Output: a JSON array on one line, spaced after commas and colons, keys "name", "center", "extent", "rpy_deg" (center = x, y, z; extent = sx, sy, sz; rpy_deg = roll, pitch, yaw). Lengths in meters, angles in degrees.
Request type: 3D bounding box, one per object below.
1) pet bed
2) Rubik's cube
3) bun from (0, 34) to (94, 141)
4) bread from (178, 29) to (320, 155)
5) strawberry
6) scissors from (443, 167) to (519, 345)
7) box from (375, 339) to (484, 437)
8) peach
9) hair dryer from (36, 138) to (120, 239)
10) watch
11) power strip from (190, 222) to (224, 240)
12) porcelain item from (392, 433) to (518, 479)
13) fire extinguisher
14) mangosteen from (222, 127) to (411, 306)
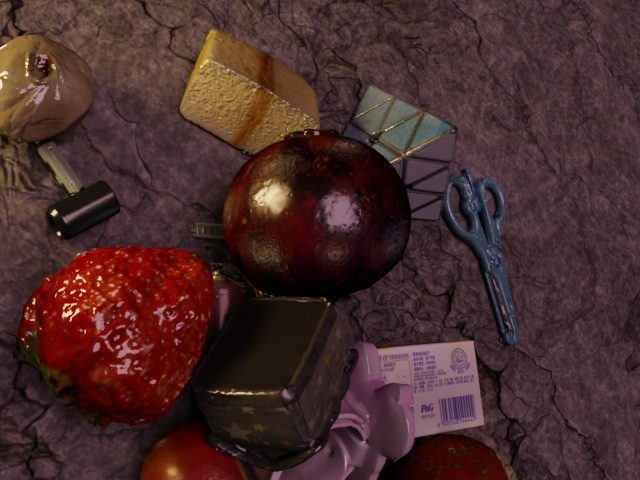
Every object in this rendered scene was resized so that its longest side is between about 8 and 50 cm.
[{"name": "pet bed", "center": [-0.054, 0.200, 0.982], "extent": [0.211, 0.183, 0.159], "rpy_deg": [-63, 143, -50]}, {"name": "Rubik's cube", "center": [0.140, -0.155, 1.334], "extent": [0.233, 0.228, 0.228], "rpy_deg": [-35, 143, -66]}, {"name": "bun", "center": [-0.420, -0.231, 1.021], "extent": [0.166, 0.113, 0.173], "rpy_deg": [15, 58, -22]}, {"name": "bread", "center": [-0.124, -0.262, 1.268], "extent": [0.240, 0.135, 0.178], "rpy_deg": [27, 33, -22]}, {"name": "strawberry", "center": [-0.262, 0.115, 0.959], "extent": [0.277, 0.257, 0.257], "rpy_deg": [-45, 103, -20]}, {"name": "scissors", "center": [0.361, 0.033, 1.486], "extent": [0.180, 0.032, 0.393], "rpy_deg": [-11, 85, -32]}, {"name": "box", "center": [0.167, 0.273, 1.276], "extent": [0.265, 0.097, 0.168], "rpy_deg": [-1, 79, -31]}, {"name": "peach", "center": [-0.160, 0.357, 1.001], "extent": [0.192, 0.190, 0.190], "rpy_deg": [5, 73, 8]}, {"name": "hair dryer", "center": [-0.401, -0.103, 1.059], "extent": [0.100, 0.057, 0.198], "rpy_deg": [-32, 88, -32]}, {"name": "watch", "center": [0.003, 0.305, 1.087], "extent": [0.217, 0.211, 0.248], "rpy_deg": [-1, 121, -38]}, {"name": "power strip", "center": [-0.183, -0.014, 1.182], "extent": [0.083, 0.017, 0.027], "rpy_deg": [3, 76, -32]}, {"name": "porcelain item", "center": [0.241, 0.466, 1.182], "extent": [0.253, 0.253, 0.253], "rpy_deg": [7, 75, -29]}, {"name": "fire extinguisher", "center": [-0.161, 0.148, 1.105], "extent": [0.104, 0.105, 0.269], "rpy_deg": [4, 77, -30]}, {"name": "mangosteen", "center": [0.000, 0.000, 1.127], "extent": [0.306, 0.306, 0.360], "rpy_deg": [-10, 95, -32]}]
